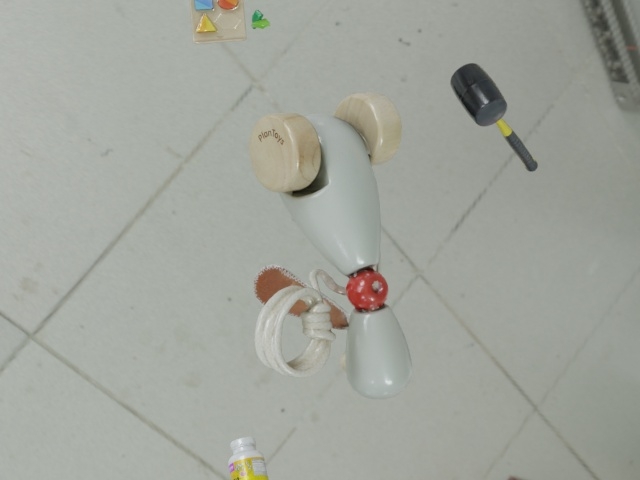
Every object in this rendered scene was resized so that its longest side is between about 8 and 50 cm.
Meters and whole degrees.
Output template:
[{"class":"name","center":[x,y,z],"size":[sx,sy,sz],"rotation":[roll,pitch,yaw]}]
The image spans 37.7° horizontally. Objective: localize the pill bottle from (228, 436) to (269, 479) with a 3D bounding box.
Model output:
[{"class":"pill bottle","center":[-0.083,0.275,1.098],"size":[0.043,0.083,0.043],"rotation":[-12,153,-6]}]

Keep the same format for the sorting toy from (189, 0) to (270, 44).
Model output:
[{"class":"sorting toy","center":[-0.096,-0.242,0.994],"size":[0.083,0.012,0.062],"rotation":[-5,94,-4]}]

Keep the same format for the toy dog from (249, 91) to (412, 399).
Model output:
[{"class":"toy dog","center":[0.000,0.000,1.032],"size":[0.220,0.161,0.333],"rotation":[11,78,-34]}]

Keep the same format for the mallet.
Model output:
[{"class":"mallet","center":[0.197,-0.113,0.987],"size":[0.039,0.062,0.190],"rotation":[-36,138,14]}]
